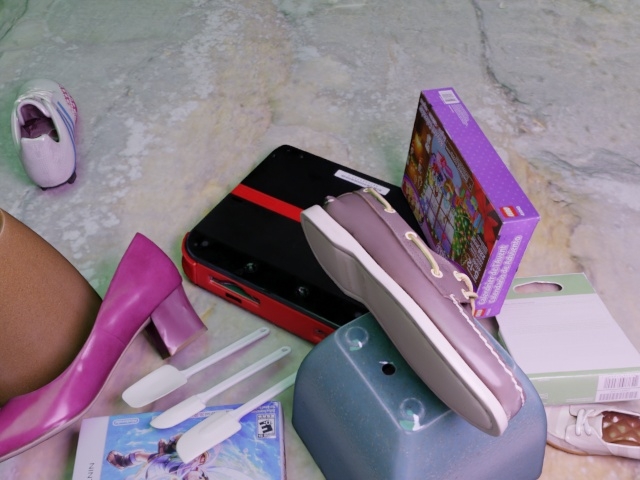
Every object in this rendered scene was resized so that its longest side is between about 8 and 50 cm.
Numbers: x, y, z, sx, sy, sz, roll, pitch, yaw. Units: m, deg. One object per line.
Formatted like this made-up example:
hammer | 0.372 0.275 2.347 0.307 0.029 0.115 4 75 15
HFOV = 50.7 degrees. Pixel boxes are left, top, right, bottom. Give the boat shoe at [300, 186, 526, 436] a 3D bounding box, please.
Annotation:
boat shoe | 0.099 0.053 0.692 0.096 0.117 0.324 -29 48 -15

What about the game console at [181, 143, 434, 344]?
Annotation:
game console | 0.000 0.000 1.118 0.386 0.060 0.342 24 50 21

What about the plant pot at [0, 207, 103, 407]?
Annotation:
plant pot | -0.452 0.070 0.954 0.237 0.254 0.237 -1 49 2

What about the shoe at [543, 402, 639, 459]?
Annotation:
shoe | 0.382 0.242 0.873 0.219 0.058 0.077 10 51 12

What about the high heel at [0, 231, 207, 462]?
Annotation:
high heel | -0.346 0.145 0.922 0.377 0.127 0.181 -34 92 -39

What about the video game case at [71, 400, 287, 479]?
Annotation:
video game case | -0.175 0.332 0.838 0.269 0.061 0.244 -6 50 -1

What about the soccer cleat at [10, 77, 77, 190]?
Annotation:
soccer cleat | -0.533 -0.244 1.296 0.116 0.143 0.331 -18 51 -11

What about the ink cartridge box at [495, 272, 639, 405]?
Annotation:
ink cartridge box | 0.338 0.136 0.973 0.171 0.056 0.235 -4 28 0

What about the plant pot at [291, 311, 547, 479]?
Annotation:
plant pot | 0.116 0.195 0.808 0.247 0.252 0.247 -26 54 -17

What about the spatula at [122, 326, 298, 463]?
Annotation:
spatula | -0.129 0.192 0.925 0.242 0.019 0.168 -27 35 -35

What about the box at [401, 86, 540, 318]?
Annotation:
box | 0.205 -0.059 0.996 0.057 0.201 0.293 -8 47 -13
